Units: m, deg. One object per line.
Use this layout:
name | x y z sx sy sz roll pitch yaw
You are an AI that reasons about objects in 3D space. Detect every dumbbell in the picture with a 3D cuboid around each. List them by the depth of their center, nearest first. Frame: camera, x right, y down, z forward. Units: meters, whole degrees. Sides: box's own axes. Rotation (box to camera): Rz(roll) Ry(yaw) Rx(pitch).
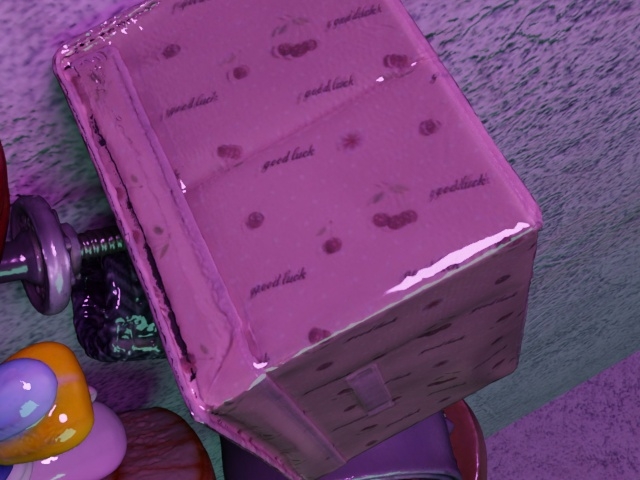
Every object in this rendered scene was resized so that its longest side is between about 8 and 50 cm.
dumbbell | -0.225 0.021 0.552 0.254 0.082 0.082 -14 152 -31

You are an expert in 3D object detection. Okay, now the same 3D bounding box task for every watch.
watch | 0.014 0.276 1.137 0.335 0.314 0.327 -31 146 32

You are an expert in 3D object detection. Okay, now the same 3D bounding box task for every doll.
doll | -0.319 0.169 0.658 0.376 0.187 0.365 -36 172 -28

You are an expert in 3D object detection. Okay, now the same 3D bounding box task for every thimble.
thimble | -0.143 0.041 0.671 0.066 0.104 0.095 -2 105 -31

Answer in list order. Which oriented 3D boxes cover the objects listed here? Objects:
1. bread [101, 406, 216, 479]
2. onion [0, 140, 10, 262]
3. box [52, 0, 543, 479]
bread | -0.249 0.289 0.848 0.327 0.295 0.114 -17 110 -16
onion | -0.250 0.005 0.363 0.246 0.190 0.246 -10 163 -3
box | 0.000 0.000 0.579 0.190 0.225 0.297 -27 157 -3
